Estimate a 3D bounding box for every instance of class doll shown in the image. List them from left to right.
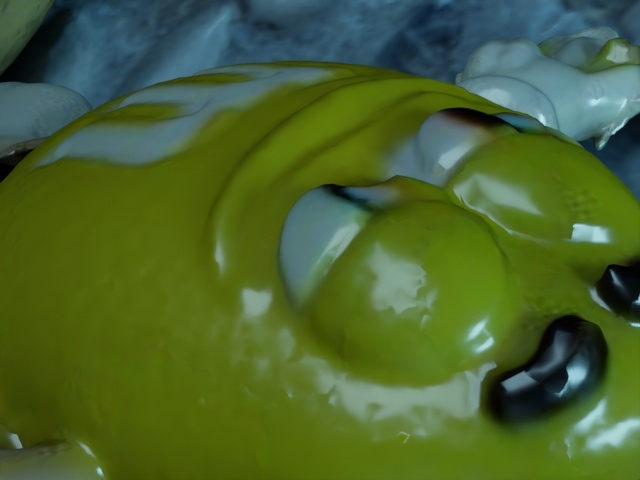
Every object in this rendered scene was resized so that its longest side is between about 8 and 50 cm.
[{"bbox_3d":[-0.037,0.006,0.710,0.423,0.161,0.348,-5,28,14],"label":"doll"}]

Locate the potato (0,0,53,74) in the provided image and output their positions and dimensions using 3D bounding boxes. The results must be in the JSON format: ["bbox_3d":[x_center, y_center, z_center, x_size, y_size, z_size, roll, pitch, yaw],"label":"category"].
[{"bbox_3d":[-0.221,-0.119,0.949,0.235,0.128,0.161,-28,37,8],"label":"potato"}]
